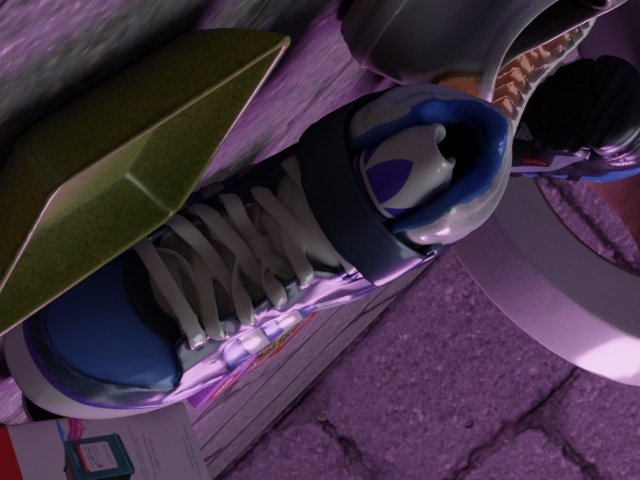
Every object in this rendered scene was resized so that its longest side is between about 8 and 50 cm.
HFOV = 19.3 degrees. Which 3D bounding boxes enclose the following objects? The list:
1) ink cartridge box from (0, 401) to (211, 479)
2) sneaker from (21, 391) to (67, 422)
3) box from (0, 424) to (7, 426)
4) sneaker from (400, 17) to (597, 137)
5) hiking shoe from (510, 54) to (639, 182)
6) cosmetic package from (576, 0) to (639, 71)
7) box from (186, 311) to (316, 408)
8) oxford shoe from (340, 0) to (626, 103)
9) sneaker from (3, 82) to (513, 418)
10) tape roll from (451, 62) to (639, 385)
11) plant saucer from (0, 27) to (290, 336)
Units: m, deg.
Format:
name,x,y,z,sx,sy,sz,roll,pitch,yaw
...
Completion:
name,x,y,z,sx,sy,sz,roll,pitch,yaw
ink cartridge box,-0.208,0.181,1.321,0.231,0.078,0.134,-4,157,-44
sneaker,-0.105,0.049,1.388,0.268,0.101,0.153,-39,175,-12
box,-0.280,0.187,1.540,0.081,0.028,0.136,-43,175,-5
sneaker,0.130,-0.161,1.532,0.302,0.108,0.121,-62,-151,22
hiking shoe,0.190,-0.088,1.639,0.304,0.132,0.113,6,-102,51
cosmetic package,0.327,-0.236,1.602,0.155,0.197,0.365,-10,168,-6
box,-0.022,0.042,2.005,0.293,0.057,0.201,-48,171,31
oxford shoe,0.210,-0.250,1.299,0.449,0.130,0.169,-44,171,-6
sneaker,-0.024,-0.011,1.174,0.322,0.130,0.236,-21,168,-36
tape roll,0.282,-0.026,1.954,0.072,0.392,0.392,-48,172,37
plant saucer,-0.122,-0.036,1.028,0.188,0.045,0.188,-37,171,-40
